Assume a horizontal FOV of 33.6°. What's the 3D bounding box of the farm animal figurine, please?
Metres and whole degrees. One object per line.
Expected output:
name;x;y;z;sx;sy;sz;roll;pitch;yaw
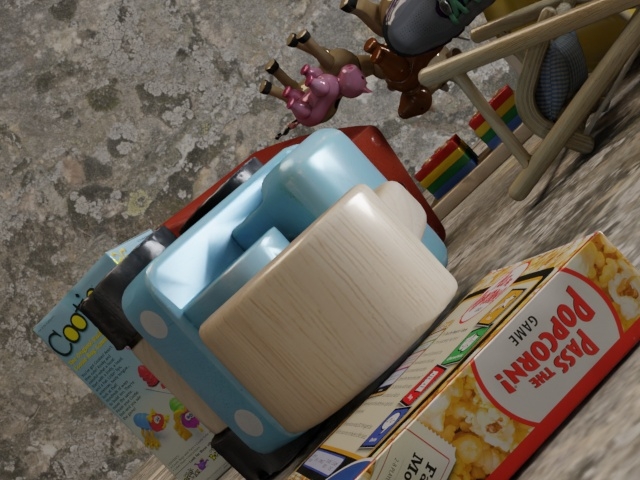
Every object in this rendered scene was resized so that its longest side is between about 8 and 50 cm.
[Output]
farm animal figurine;0.098;-0.264;1.359;0.330;0.172;0.327;7;71;59

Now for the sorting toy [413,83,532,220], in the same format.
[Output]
sorting toy;0.269;-0.163;1.837;0.255;0.089;0.257;-44;0;14

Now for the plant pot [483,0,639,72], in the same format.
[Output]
plant pot;0.347;-0.327;1.277;0.254;0.254;0.239;-44;16;-2

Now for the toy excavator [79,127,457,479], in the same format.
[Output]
toy excavator;-0.011;0.023;0.804;0.445;0.222;0.433;-42;2;45

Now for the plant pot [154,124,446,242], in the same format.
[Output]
plant pot;0.000;0.000;1.381;0.235;0.267;0.267;-26;12;41

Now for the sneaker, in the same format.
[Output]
sneaker;0.162;-0.280;1.125;0.223;0.083;0.098;-38;7;-3

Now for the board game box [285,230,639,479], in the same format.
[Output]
board game box;0.046;0.085;0.471;0.193;0.045;0.147;-44;0;-11

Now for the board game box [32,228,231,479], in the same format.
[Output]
board game box;-0.179;0.142;1.278;0.144;0.275;0.142;-44;0;18

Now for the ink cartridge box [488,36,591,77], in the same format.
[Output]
ink cartridge box;0.479;-0.422;1.637;0.395;0.166;0.285;-42;2;41

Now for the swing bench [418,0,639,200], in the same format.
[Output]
swing bench;0.264;-0.202;1.039;0.254;0.165;0.253;-38;2;29
